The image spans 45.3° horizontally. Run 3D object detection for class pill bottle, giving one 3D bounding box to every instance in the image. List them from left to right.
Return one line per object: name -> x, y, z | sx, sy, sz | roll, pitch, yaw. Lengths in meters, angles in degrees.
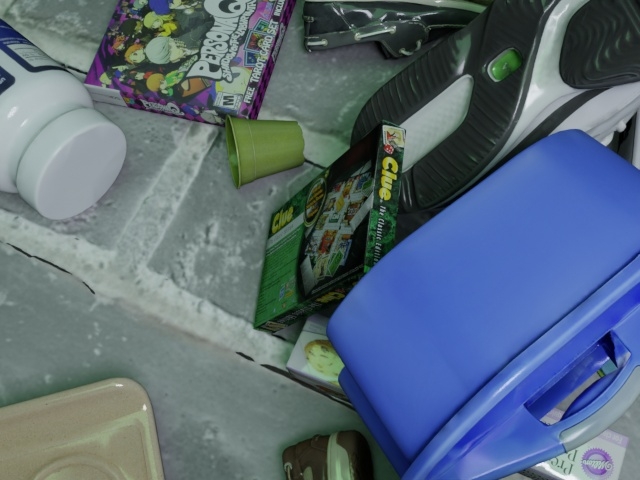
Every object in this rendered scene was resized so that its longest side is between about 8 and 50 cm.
pill bottle -> -0.350, -0.147, 0.848 | 0.264, 0.153, 0.153 | 38, 76, 17

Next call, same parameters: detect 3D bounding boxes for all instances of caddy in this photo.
caddy -> 0.168, 0.077, 0.616 | 0.341, 0.241, 0.179 | -36, 62, -12

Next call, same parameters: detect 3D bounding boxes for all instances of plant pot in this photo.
plant pot -> -0.060, -0.104, 0.857 | 0.079, 0.083, 0.083 | -9, 68, -12

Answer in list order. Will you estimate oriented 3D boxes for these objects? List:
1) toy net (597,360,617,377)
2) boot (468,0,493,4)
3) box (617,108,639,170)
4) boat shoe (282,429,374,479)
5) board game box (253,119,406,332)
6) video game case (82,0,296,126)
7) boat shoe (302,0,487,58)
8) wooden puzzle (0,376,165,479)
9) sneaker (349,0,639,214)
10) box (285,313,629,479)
toy net -> 0.393, 0.132, 0.749 | 0.232, 0.045, 0.122 | 31, 73, 13
boot -> 0.172, -0.335, 0.847 | 0.261, 0.203, 0.095 | 4, 92, 8
box -> 0.414, -0.134, 0.823 | 0.169, 0.087, 0.290 | 10, 70, 8
boat shoe -> 0.005, 0.307, 0.692 | 0.095, 0.095, 0.258 | -10, 62, 15
board game box -> 0.000, 0.000, 0.720 | 0.030, 0.259, 0.136 | 14, 70, -21
video game case -> -0.150, -0.257, 0.935 | 0.210, 0.042, 0.232 | 13, 71, 10
boat shoe -> 0.094, -0.256, 0.911 | 0.232, 0.084, 0.079 | 2, 107, -2
wooden puzzle -> -0.281, 0.334, 0.706 | 0.321, 0.080, 0.348 | -15, 73, -1
sneaker -> 0.259, -0.168, 0.728 | 0.447, 0.257, 0.169 | -33, 71, 27
box -> 0.125, 0.160, 0.744 | 0.323, 0.063, 0.067 | 21, 72, 12
